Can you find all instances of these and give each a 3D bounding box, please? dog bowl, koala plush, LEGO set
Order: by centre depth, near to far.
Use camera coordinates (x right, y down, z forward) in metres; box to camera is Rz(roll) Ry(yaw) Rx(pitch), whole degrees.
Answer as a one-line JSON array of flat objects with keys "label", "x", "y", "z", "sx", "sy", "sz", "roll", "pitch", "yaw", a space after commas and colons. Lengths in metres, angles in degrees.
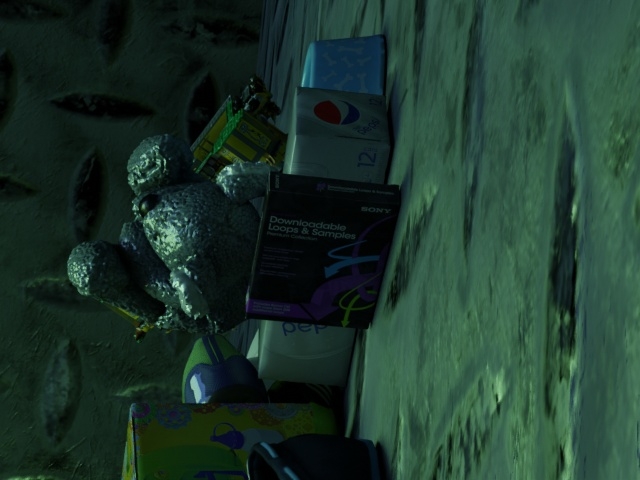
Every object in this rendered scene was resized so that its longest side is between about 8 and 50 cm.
[{"label": "koala plush", "x": -0.117, "y": -0.001, "z": 1.801, "sx": 0.196, "sy": 0.203, "sz": 0.221, "roll": -61, "pitch": 11, "yaw": -16}, {"label": "dog bowl", "x": 0.007, "y": -0.076, "z": 1.843, "sx": 0.166, "sy": 0.074, "sz": 0.297, "roll": -91, "pitch": 10, "yaw": -56}, {"label": "LEGO set", "x": -0.097, "y": -0.008, "z": 2.114, "sx": 0.331, "sy": 0.192, "sz": 0.255, "roll": -54, "pitch": 13, "yaw": 4}]

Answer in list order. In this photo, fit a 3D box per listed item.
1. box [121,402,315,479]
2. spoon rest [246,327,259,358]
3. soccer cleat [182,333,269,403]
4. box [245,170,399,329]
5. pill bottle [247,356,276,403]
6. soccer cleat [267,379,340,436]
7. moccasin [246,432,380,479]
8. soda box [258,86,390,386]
[{"label": "box", "x": -0.096, "y": 0.348, "z": 1.658, "sx": 0.279, "sy": 0.177, "sz": 0.290, "roll": 102, "pitch": 165, "yaw": -45}, {"label": "spoon rest", "x": -0.042, "y": 0.107, "z": 2.078, "sx": 0.137, "sy": 0.084, "sz": 0.276, "roll": -90, "pitch": 8, "yaw": -67}, {"label": "soccer cleat", "x": -0.094, "y": 0.211, "z": 1.870, "sx": 0.289, "sy": 0.093, "sz": 0.121, "roll": 90, "pitch": 163, "yaw": -48}, {"label": "box", "x": 0.000, "y": 0.011, "z": 1.580, "sx": 0.029, "sy": 0.116, "sz": 0.162, "roll": -92, "pitch": 10, "yaw": -47}, {"label": "pill bottle", "x": -0.068, "y": 0.242, "z": 1.999, "sx": 0.117, "sy": 0.117, "sz": 0.215, "roll": -91, "pitch": 9, "yaw": -54}, {"label": "soccer cleat", "x": -0.022, "y": 0.158, "z": 1.812, "sx": 0.060, "sy": 0.072, "sz": 0.179, "roll": -44, "pitch": 16, "yaw": 6}, {"label": "moccasin", "x": -0.010, "y": 0.253, "z": 1.365, "sx": 0.342, "sy": 0.117, "sz": 0.137, "roll": -105, "pitch": 23, "yaw": -75}, {"label": "soda box", "x": 0.000, "y": 0.000, "z": 1.723, "sx": 0.098, "sy": 0.091, "sz": 0.286, "roll": -92, "pitch": 10, "yaw": -56}]
